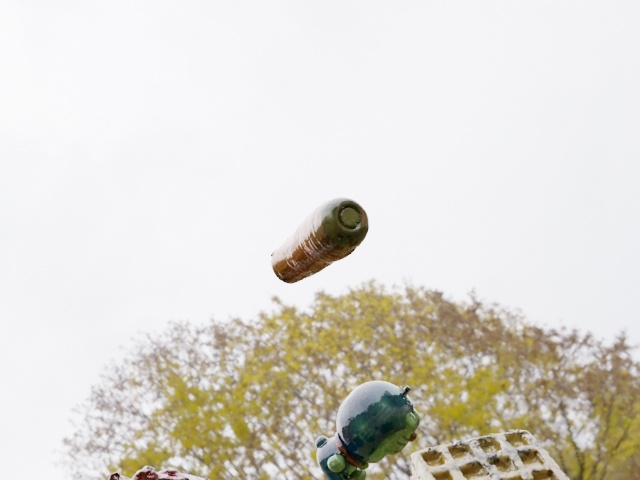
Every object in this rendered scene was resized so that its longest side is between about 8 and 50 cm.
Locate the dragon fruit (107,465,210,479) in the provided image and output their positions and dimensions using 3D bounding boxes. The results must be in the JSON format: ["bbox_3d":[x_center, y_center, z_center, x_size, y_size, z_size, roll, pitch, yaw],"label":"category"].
[{"bbox_3d":[-0.202,0.321,0.997,0.131,0.063,0.097,35,-122,-9],"label":"dragon fruit"}]

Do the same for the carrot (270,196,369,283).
[{"bbox_3d":[0.000,0.000,1.129,0.087,0.193,0.087,11,-115,-25],"label":"carrot"}]

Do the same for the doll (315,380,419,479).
[{"bbox_3d":[0.108,0.468,1.890,0.322,0.186,0.198,-48,-9,8],"label":"doll"}]

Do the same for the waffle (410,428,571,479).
[{"bbox_3d":[0.323,0.482,1.341,0.261,0.376,0.114,-10,-69,-11],"label":"waffle"}]
